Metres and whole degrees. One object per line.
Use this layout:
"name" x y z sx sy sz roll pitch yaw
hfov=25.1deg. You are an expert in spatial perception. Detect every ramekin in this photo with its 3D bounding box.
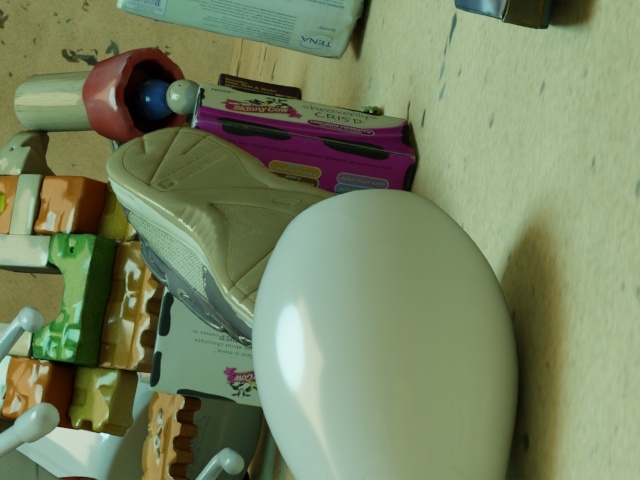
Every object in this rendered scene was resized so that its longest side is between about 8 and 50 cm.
"ramekin" -0.190 0.209 1.573 0.135 0.277 0.277 28 117 35

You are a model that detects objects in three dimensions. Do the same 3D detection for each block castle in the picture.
"block castle" -0.143 0.073 1.304 0.212 0.303 0.453 2 80 39

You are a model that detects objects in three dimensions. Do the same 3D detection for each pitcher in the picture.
"pitcher" 0.036 0.097 0.691 0.178 0.125 0.207 86 175 -60

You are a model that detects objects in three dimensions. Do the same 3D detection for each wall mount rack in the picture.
"wall mount rack" -0.146 0.173 0.989 0.130 0.350 0.304 -51 17 3

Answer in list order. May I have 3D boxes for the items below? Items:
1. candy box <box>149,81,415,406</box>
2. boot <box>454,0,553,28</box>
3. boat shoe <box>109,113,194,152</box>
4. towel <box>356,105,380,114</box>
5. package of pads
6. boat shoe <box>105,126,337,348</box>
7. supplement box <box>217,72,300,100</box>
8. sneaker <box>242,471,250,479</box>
"candy box" -0.033 0.012 1.070 0.071 0.159 0.233 -92 14 -61
"boot" 0.079 -0.162 0.743 0.219 0.082 0.106 -143 64 -79
"boat shoe" -0.153 -0.028 1.603 0.324 0.122 0.120 62 151 10
"towel" 0.022 -0.048 1.221 0.148 0.027 0.110 127 152 -73
"package of pads" -0.077 -0.277 1.436 0.296 0.229 0.101 -98 21 -67
"boat shoe" -0.037 0.018 0.904 0.285 0.103 0.092 34 147 42
"supplement box" -0.081 -0.111 1.730 0.188 0.104 0.081 -91 14 -51
"sneaker" -0.140 0.400 1.651 0.131 0.112 0.319 62 -146 -45
